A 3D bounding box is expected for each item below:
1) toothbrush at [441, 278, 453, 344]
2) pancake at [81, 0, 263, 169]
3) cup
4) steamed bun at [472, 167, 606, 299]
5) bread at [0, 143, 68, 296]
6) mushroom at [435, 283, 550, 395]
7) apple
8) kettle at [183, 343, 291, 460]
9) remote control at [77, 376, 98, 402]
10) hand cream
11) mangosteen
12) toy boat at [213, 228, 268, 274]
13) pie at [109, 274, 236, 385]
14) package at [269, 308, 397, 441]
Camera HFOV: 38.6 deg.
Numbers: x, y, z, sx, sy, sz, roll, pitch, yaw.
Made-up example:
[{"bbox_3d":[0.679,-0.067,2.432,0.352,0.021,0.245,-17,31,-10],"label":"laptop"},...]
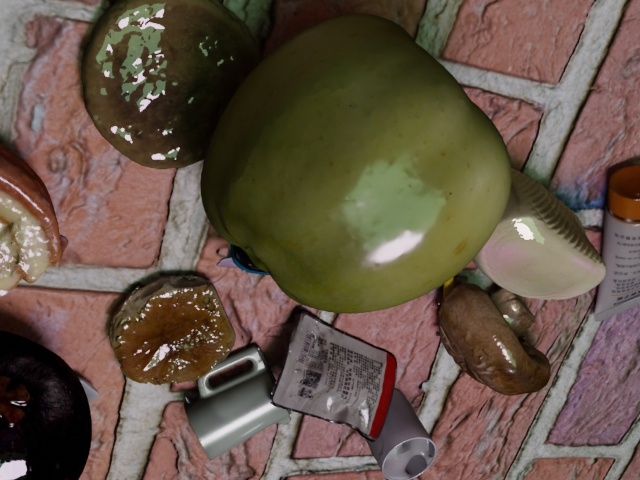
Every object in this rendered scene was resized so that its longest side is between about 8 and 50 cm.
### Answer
[{"bbox_3d":[0.209,0.063,1.476,0.021,0.024,0.288,-16,127,-17],"label":"toothbrush"},{"bbox_3d":[-0.176,-0.194,1.127,0.242,0.050,0.242,-11,126,-16],"label":"pancake"},{"bbox_3d":[0.118,0.344,1.557,0.099,0.133,0.136,16,115,-31],"label":"cup"},{"bbox_3d":[0.310,0.004,1.397,0.239,0.170,0.152,33,121,-33],"label":"steamed bun"},{"bbox_3d":[-0.419,-0.032,1.089,0.244,0.123,0.190,27,107,-36],"label":"bread"},{"bbox_3d":[0.309,0.187,1.509,0.156,0.151,0.286,-44,132,6],"label":"mushroom"},{"bbox_3d":[0.043,-0.080,1.106,0.357,0.357,0.357,-11,125,-16],"label":"apple"},{"bbox_3d":[-0.134,0.255,1.430,0.148,0.127,0.098,-27,160,-7],"label":"kettle"},{"bbox_3d":[-0.414,0.258,1.347,0.184,0.027,0.050,-33,127,6],"label":"remote control"},{"bbox_3d":[0.534,0.015,1.545,0.140,0.089,0.314,-19,131,-9],"label":"hand cream"},{"bbox_3d":[-0.449,0.259,1.211,0.275,0.275,0.302,5,154,-25],"label":"mangosteen"},{"bbox_3d":[0.000,0.000,1.309,0.299,0.134,0.092,5,157,-28],"label":"toy boat"},{"bbox_3d":[-0.219,0.137,1.334,0.195,0.046,0.195,-10,126,-15],"label":"pie"},{"bbox_3d":[0.030,0.219,1.452,0.239,0.030,0.154,28,70,-33],"label":"package"}]
